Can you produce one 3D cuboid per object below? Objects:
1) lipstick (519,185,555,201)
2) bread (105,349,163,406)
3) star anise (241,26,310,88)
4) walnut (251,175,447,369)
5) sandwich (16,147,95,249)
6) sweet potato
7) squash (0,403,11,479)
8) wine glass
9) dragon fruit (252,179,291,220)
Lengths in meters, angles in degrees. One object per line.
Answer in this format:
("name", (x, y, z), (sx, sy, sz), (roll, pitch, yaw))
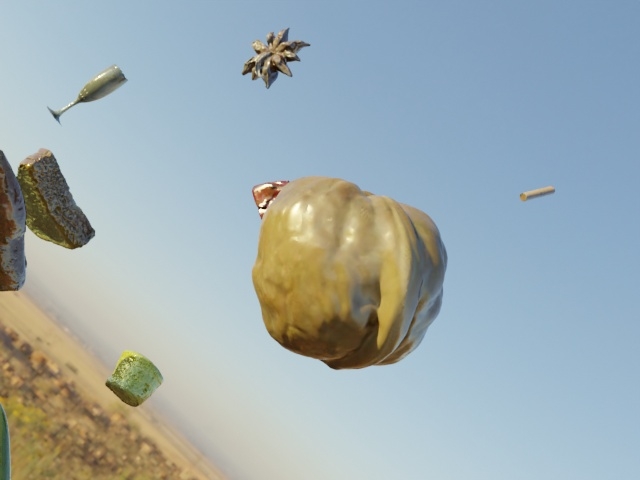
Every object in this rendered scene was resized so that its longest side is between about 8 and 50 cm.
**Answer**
("lipstick", (0.442, -0.095, 1.708), (0.019, 0.094, 0.019), (21, -62, 48))
("bread", (-0.464, 0.348, 2.117), (0.111, 0.114, 0.129), (4, -40, 46))
("star anise", (-0.127, -0.500, 2.251), (0.195, 0.182, 0.065), (33, -11, 37))
("walnut", (0.045, 0.053, 1.220), (0.296, 0.285, 0.285), (11, 9, -39))
("sandwich", (-0.727, -0.119, 2.185), (0.254, 0.099, 0.288), (23, -37, 41))
("sweet potato", (-0.718, -0.053, 1.869), (0.131, 0.131, 0.337), (31, -58, 40))
("squash", (-0.479, 0.311, 1.203), (0.066, 0.066, 0.201), (63, 8, -54))
("wine glass", (-0.560, -0.355, 2.026), (0.066, 0.198, 0.066), (54, -6, 8))
("dragon fruit", (-0.003, -0.007, 1.996), (0.286, 0.329, 0.228), (-12, -44, 16))
